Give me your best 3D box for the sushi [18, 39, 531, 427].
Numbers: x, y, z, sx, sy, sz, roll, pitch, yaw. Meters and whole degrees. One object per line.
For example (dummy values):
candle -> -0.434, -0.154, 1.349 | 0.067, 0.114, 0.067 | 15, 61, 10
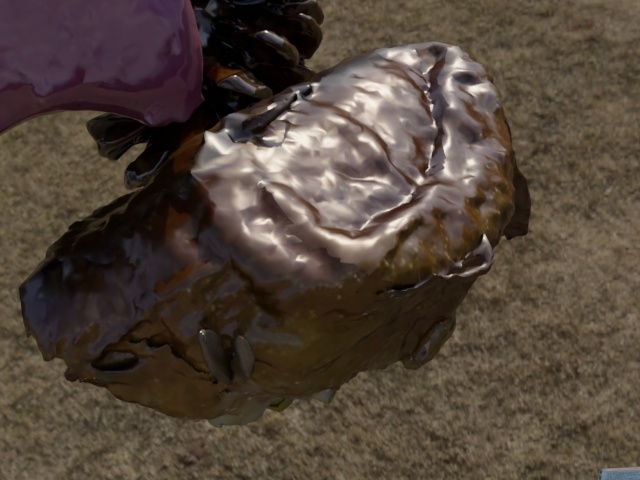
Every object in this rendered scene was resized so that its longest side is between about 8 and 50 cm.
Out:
sushi -> -0.003, 0.000, 0.434 | 0.166, 0.179, 0.296 | 35, 45, 12

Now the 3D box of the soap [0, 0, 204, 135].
soap -> -0.174, -0.170, 0.432 | 0.128, 0.233, 0.359 | -20, 17, -15

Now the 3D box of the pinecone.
pinecone -> -0.119, -0.174, 0.790 | 0.243, 0.244, 0.309 | -7, 61, 14

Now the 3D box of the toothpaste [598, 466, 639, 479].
toothpaste -> 0.358, 0.243, 0.774 | 0.193, 0.070, 0.044 | -9, 4, 23
